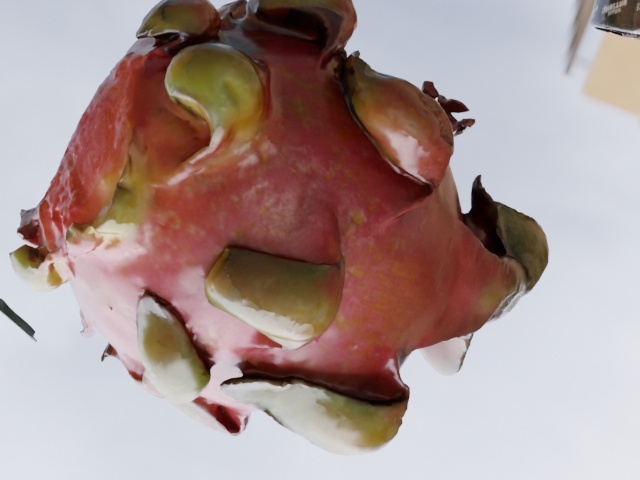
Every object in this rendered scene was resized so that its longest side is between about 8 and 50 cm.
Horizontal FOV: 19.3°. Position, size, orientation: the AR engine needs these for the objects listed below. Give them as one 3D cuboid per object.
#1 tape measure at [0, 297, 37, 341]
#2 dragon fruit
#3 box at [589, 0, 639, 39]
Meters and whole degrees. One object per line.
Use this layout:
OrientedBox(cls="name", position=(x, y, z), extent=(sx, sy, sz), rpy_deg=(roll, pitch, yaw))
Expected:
OrientedBox(cls="tape measure", position=(-0.352, 0.054, 1.808), extent=(0.084, 0.330, 0.164), rpy_deg=(-24, -127, -2))
OrientedBox(cls="dragon fruit", position=(-0.011, -0.014, 0.988), extent=(0.243, 0.227, 0.307), rpy_deg=(52, -155, 3))
OrientedBox(cls="box", position=(0.275, -0.196, 1.306), extent=(0.151, 0.135, 0.151), rpy_deg=(12, -172, -2))
